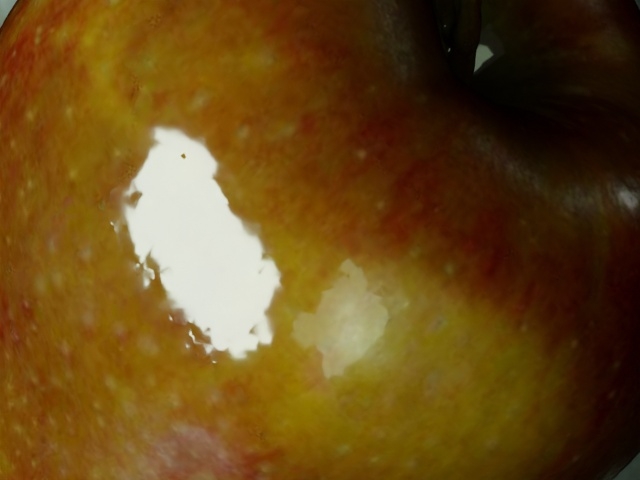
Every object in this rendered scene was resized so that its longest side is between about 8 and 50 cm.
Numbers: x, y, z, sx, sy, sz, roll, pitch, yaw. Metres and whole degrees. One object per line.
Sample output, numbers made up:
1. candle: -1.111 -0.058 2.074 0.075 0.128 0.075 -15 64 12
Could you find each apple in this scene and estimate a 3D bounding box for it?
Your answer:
1. apple: 0.000 0.000 0.742 0.288 0.288 0.317 28 127 -14
